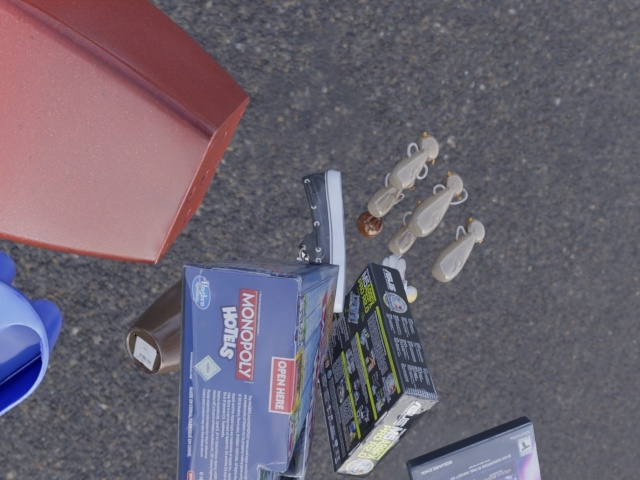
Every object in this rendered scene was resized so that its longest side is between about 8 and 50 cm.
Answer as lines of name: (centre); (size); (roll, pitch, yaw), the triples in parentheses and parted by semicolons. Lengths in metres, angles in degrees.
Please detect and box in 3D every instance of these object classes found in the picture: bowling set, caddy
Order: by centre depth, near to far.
caddy: (-0.568, 0.171, 1.077); (0.341, 0.179, 0.241); (-35, 109, 8)
bowling set: (0.169, -0.073, 1.334); (0.154, 0.200, 0.286); (-47, 127, -29)

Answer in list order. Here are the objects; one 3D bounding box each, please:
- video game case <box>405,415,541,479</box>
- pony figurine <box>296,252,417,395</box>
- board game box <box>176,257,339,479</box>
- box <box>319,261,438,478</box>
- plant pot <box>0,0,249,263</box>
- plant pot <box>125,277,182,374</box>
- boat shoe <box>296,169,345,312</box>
video game case: (0.248, 0.415, 1.070); (0.196, 0.026, 0.274); (-18, 110, -9)
pony figurine: (0.104, 0.185, 1.727); (0.364, 0.303, 0.350); (0, 98, -55)
board game box: (-0.030, 0.085, 0.438); (0.194, 0.060, 0.194); (-57, 152, -74)
box: (0.075, 0.202, 1.121); (0.060, 0.270, 0.216); (17, 126, -23)
plant pot: (-0.237, -0.127, 0.816); (0.236, 0.267, 0.267); (27, 115, -4)
plant pot: (-0.299, 0.194, 1.528); (0.230, 0.216, 0.215); (-29, 128, -51)
boat shoe: (0.000, 0.000, 1.104); (0.076, 0.080, 0.228); (-3, 81, 4)
